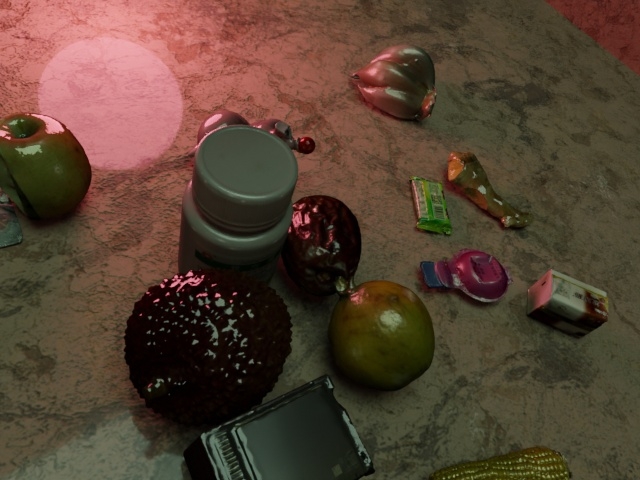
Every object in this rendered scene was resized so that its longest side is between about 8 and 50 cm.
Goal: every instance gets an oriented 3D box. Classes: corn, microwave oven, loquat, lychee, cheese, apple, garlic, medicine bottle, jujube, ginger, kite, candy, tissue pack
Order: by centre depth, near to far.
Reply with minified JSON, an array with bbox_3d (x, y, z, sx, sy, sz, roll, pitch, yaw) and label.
[{"bbox_3d":[-0.074,0.359,0.841,0.248,0.188,0.178,-16,67,-32],"label":"microwave oven"},{"bbox_3d":[-0.186,0.177,0.884,0.276,0.275,0.304,35,33,8],"label":"lychee"},{"bbox_3d":[0.329,0.452,0.962,0.293,0.106,0.106,-4,56,-16],"label":"corn"},{"bbox_3d":[-0.162,-0.039,1.001,0.208,0.339,0.208,9,53,-12],"label":"medicine bottle"},{"bbox_3d":[0.108,0.171,1.020,0.246,0.213,0.213,52,53,-6],"label":"loquat"},{"bbox_3d":[-0.559,-0.150,1.046,0.174,0.188,0.207,8,54,-14],"label":"apple"},{"bbox_3d":[-0.688,-0.080,1.064,0.141,0.015,0.245,-4,60,-22],"label":"kite"},{"bbox_3d":[0.000,0.000,1.128,0.184,0.183,0.243,10,32,-11],"label":"jujube"},{"bbox_3d":[0.598,0.156,1.261,0.149,0.106,0.099,23,51,-1],"label":"tissue pack"},{"bbox_3d":[0.358,0.084,1.263,0.244,0.062,0.155,0,54,-17],"label":"cheese"},{"bbox_3d":[0.294,-0.096,1.394,0.102,0.032,0.178,5,55,-11],"label":"candy"},{"bbox_3d":[0.470,-0.140,1.460,0.294,0.086,0.131,43,44,4],"label":"ginger"},{"bbox_3d":[0.244,-0.495,1.626,0.292,0.210,0.237,37,86,4],"label":"garlic"}]

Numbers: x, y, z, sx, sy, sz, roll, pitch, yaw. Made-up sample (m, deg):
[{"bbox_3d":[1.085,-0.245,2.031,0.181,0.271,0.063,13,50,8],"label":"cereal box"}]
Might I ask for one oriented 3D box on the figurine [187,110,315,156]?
[{"bbox_3d":[-0.167,-0.217,1.229,0.288,0.186,0.176,-3,35,23],"label":"figurine"}]
